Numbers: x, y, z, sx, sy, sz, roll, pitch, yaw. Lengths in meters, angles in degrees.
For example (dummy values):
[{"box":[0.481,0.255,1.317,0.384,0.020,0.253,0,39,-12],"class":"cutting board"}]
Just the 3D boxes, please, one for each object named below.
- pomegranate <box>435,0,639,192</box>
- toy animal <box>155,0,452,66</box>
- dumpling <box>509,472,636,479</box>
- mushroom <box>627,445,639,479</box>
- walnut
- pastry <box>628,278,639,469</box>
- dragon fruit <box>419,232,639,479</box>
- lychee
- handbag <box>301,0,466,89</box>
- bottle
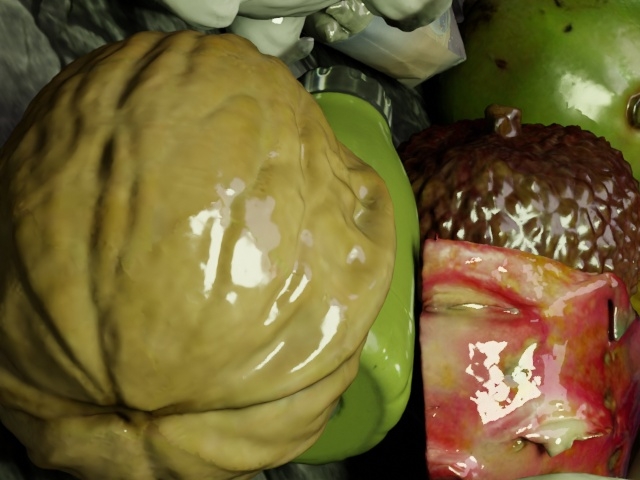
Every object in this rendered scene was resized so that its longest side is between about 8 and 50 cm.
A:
[{"box":[0.167,-0.137,1.437,0.159,0.190,0.241,15,50,-28],"class":"pomegranate"},{"box":[-0.082,-0.247,1.069,0.357,0.194,0.258,28,51,-40],"class":"toy animal"},{"box":[0.158,0.237,0.890,0.395,0.315,0.233,65,28,-45],"class":"dumpling"},{"box":[0.350,0.220,1.142,0.353,0.325,0.353,40,19,-17],"class":"mushroom"},{"box":[-0.063,0.006,0.837,0.213,0.213,0.213,44,31,-36],"class":"walnut"},{"box":[0.239,0.099,1.332,0.189,0.188,0.103,60,27,-8],"class":"pastry"},{"box":[0.121,0.129,1.067,0.274,0.126,0.161,77,19,-56],"class":"dragon fruit"},{"box":[0.117,0.004,1.201,0.194,0.194,0.194,44,31,-36],"class":"lychee"},{"box":[0.036,-0.180,1.322,0.173,0.095,0.117,14,51,-63],"class":"handbag"},{"box":[0.000,0.000,1.049,0.112,0.112,0.260,49,28,-29],"class":"bottle"}]
